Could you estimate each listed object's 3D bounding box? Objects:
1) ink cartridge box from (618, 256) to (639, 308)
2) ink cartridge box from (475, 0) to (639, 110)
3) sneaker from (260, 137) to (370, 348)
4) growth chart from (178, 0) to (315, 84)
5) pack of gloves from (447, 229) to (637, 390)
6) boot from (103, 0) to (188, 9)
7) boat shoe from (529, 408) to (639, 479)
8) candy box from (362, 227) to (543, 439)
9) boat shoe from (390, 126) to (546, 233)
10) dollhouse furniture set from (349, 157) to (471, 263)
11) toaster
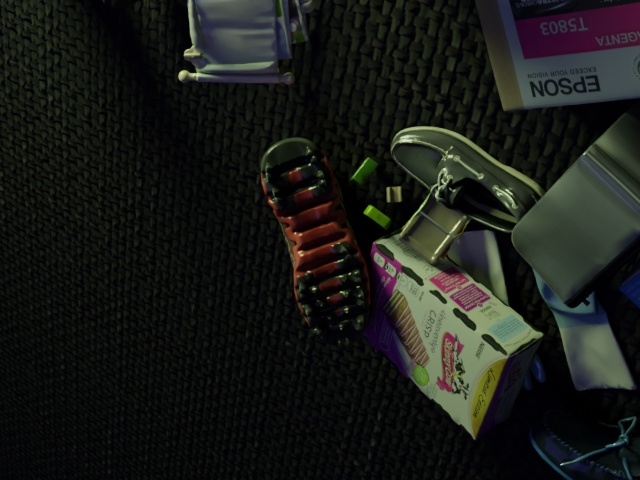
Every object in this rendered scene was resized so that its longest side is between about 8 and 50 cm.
[{"bbox_3d":[0.415,0.061,1.075,0.191,0.139,0.082,45,136,5],"label":"ink cartridge box"},{"bbox_3d":[0.271,-0.234,1.030,0.234,0.088,0.193,-1,116,39],"label":"ink cartridge box"},{"bbox_3d":[0.000,0.000,1.380,0.097,0.135,0.276,-17,96,5],"label":"sneaker"},{"bbox_3d":[-0.088,-0.287,1.291,0.172,0.021,0.237,6,126,1],"label":"growth chart"},{"bbox_3d":[0.255,0.095,1.302,0.195,0.046,0.232,-6,114,43],"label":"pack of gloves"},{"bbox_3d":[-0.185,-0.318,1.349,0.219,0.082,0.106,-24,102,40],"label":"boot"},{"bbox_3d":[0.383,0.267,1.293,0.258,0.109,0.089,26,127,2],"label":"boat shoe"},{"bbox_3d":[0.152,0.114,1.345,0.233,0.071,0.159,40,138,30],"label":"candy box"},{"bbox_3d":[0.162,-0.070,1.249,0.206,0.065,0.075,29,133,22],"label":"boat shoe"},{"bbox_3d":[0.105,-0.040,1.327,0.151,0.076,0.058,37,-179,0],"label":"dollhouse furniture set"},{"bbox_3d":[0.300,-0.043,1.078,0.110,0.168,0.186,44,138,8],"label":"toaster"}]
